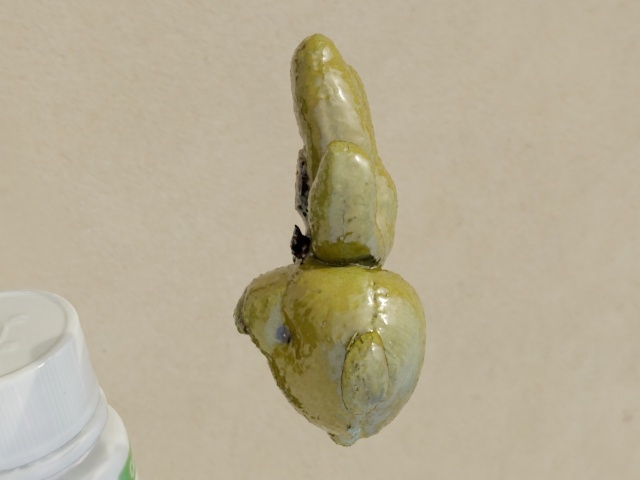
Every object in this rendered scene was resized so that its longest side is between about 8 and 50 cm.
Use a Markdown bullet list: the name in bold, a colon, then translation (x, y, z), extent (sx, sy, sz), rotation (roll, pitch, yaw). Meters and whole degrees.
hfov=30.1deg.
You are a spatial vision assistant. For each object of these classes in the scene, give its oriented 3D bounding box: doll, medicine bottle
- **doll**: translation (0.000, 0.000, 0.623), extent (0.097, 0.209, 0.137), rotation (-6, 163, -1)
- **medicine bottle**: translation (-0.193, 0.160, 0.793), extent (0.139, 0.139, 0.236), rotation (-27, 123, -28)
